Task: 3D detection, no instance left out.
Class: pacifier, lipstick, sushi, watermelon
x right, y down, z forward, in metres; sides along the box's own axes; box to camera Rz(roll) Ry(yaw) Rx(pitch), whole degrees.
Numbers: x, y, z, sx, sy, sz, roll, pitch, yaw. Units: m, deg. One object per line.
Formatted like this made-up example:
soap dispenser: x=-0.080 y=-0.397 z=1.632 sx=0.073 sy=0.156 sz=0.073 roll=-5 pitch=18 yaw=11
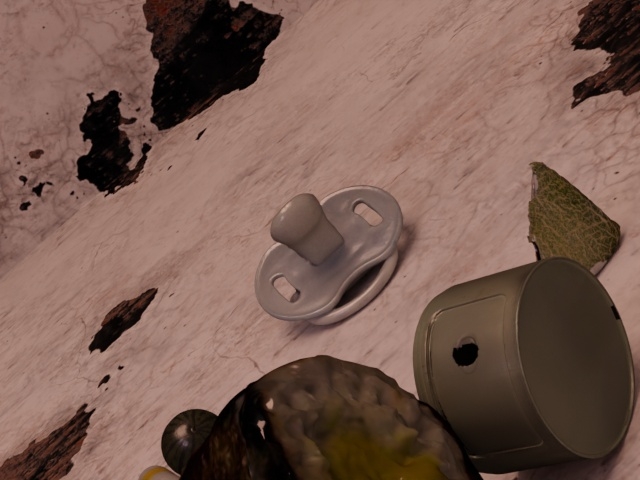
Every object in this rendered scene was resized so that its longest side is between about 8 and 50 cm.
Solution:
pacifier: x=0.000 y=0.000 z=2.251 sx=0.279 sy=0.207 sz=0.227 roll=-43 pitch=40 yaw=-6
lipstick: x=-0.205 y=0.371 z=2.024 sx=0.059 sy=0.059 sz=0.264 roll=-46 pitch=15 yaw=-14
sushi: x=0.005 y=0.303 z=1.484 sx=0.294 sy=0.299 sz=0.281 roll=-58 pitch=24 yaw=30
watermelon: x=-0.184 y=0.295 z=2.084 sx=0.105 sy=0.133 sz=0.105 roll=-2 pitch=56 yaw=3

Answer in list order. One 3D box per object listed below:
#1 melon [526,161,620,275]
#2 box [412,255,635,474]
melon: x=0.332 y=-0.009 z=1.888 sx=0.139 sy=0.202 sz=0.093 roll=-7 pitch=0 yaw=-7
box: x=0.230 y=0.144 z=1.596 sx=0.149 sy=0.226 sz=0.226 roll=-20 pitch=30 yaw=40
